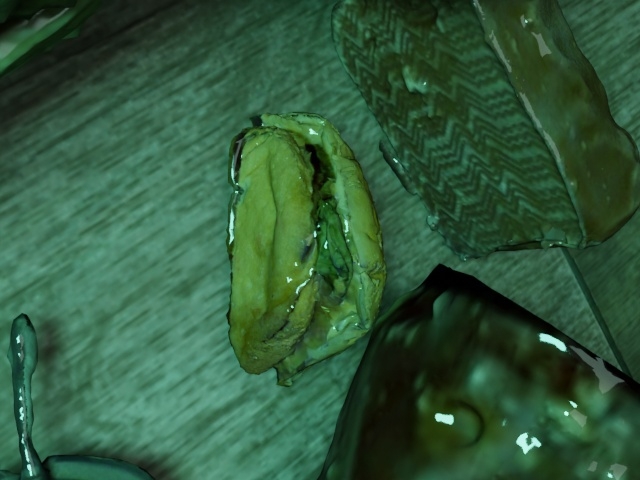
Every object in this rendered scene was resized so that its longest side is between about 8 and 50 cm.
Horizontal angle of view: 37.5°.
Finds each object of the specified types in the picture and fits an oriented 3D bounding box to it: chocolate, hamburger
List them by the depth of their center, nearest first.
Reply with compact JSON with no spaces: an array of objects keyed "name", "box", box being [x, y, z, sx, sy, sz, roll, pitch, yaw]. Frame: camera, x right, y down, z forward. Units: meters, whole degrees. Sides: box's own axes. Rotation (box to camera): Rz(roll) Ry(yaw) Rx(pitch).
[{"name":"chocolate","box":[0.128,0.172,0.567,0.340,0.225,0.210,33,89,-43]},{"name":"hamburger","box":[0.004,0.004,0.581,0.087,0.102,0.176,7,83,-41]},{"name":"chocolate","box":[0.109,-0.094,0.620,0.093,0.148,0.214,-38,107,-31]}]

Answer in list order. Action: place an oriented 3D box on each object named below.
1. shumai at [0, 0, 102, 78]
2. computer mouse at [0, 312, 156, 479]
[{"name":"shumai","box":[-0.166,-0.207,0.357,0.348,0.395,0.395,-13,93,-27]},{"name":"computer mouse","box":[-0.136,0.228,0.499,0.167,0.090,0.379,-5,83,-34]}]
